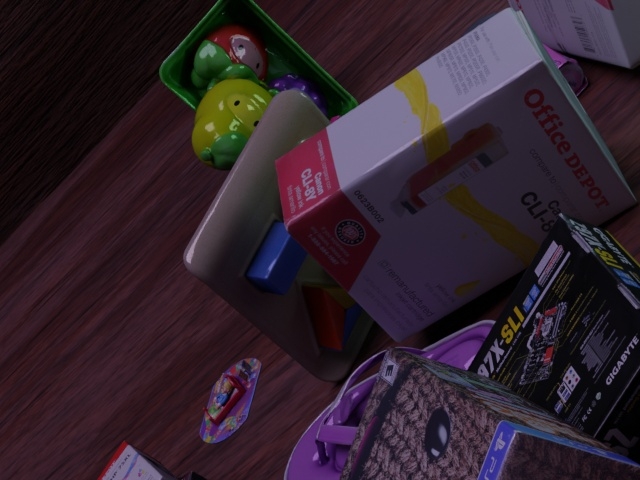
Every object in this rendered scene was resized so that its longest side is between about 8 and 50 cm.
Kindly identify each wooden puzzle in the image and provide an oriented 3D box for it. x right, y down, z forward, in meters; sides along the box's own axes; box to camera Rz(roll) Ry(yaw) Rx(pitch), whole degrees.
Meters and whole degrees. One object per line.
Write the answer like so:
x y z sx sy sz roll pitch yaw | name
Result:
0.000 0.000 1.496 0.080 0.348 0.322 4 59 48 | wooden puzzle

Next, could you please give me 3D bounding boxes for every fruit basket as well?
-0.135 -0.283 2.021 0.283 0.392 0.392 -46 28 10 | fruit basket

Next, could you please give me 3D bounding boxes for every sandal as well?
0.083 0.216 1.368 0.416 0.102 0.169 -38 30 25 | sandal

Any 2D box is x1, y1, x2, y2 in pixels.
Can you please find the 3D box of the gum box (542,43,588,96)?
0.322 -0.220 1.579 0.188 0.062 0.107 -46 27 11 | gum box

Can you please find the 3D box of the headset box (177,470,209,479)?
-0.249 0.500 1.521 0.293 0.110 0.218 -33 32 32 | headset box

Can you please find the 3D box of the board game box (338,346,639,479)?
0.139 0.262 0.978 0.232 0.141 0.291 -70 19 1 | board game box

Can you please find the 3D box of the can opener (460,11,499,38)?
0.359 -0.390 1.711 0.280 0.093 0.074 -42 27 8 | can opener

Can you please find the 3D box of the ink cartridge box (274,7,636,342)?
0.176 -0.078 1.338 0.384 0.279 0.160 -33 34 17 | ink cartridge box

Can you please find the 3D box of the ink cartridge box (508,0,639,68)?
0.390 -0.391 1.504 0.117 0.207 0.283 -34 26 -7 | ink cartridge box

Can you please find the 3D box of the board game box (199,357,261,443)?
-0.170 0.273 1.763 0.133 0.033 0.169 -27 36 39 | board game box

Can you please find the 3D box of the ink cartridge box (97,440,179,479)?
-0.283 0.390 1.499 0.134 0.078 0.231 -56 26 -12 | ink cartridge box

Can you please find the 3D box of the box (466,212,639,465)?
0.254 0.168 1.080 0.322 0.079 0.257 -64 19 20 | box

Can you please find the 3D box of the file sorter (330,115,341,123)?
-0.012 -0.023 1.700 0.182 0.202 0.291 -6 52 56 | file sorter
